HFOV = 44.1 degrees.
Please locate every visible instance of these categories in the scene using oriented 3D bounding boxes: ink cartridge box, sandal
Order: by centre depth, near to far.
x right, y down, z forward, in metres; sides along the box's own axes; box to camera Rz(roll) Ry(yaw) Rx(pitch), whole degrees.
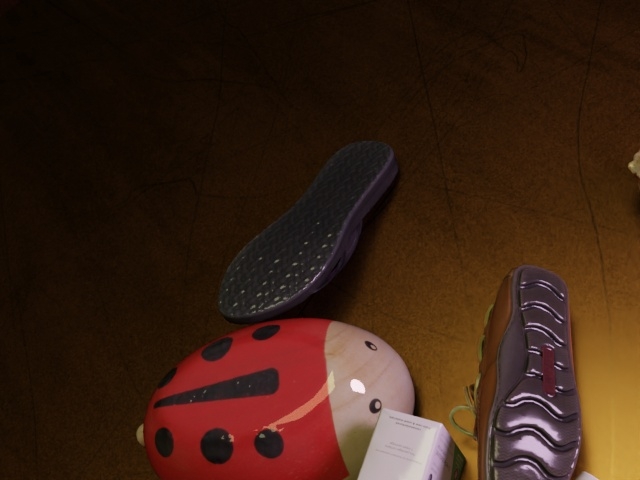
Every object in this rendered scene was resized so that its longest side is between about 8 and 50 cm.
[{"bbox_3d":[0.105,0.358,1.043,0.092,0.160,0.219,9,64,28],"label":"ink cartridge box"},{"bbox_3d":[0.003,0.000,1.365,0.167,0.107,0.446,16,52,38],"label":"sandal"}]

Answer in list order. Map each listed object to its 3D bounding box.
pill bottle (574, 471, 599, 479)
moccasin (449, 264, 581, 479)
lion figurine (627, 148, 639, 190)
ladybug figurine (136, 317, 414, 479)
[{"bbox_3d":[0.310,0.370,0.991,0.152,0.086,0.086,-48,53,-10],"label":"pill bottle"},{"bbox_3d":[0.263,0.213,1.078,0.139,0.147,0.380,14,51,-8],"label":"moccasin"},{"bbox_3d":[0.672,-0.110,1.140,0.392,0.142,0.240,-19,44,-7],"label":"lion figurine"},{"bbox_3d":[-0.087,0.252,1.194,0.449,0.162,0.305,-17,54,13],"label":"ladybug figurine"}]
